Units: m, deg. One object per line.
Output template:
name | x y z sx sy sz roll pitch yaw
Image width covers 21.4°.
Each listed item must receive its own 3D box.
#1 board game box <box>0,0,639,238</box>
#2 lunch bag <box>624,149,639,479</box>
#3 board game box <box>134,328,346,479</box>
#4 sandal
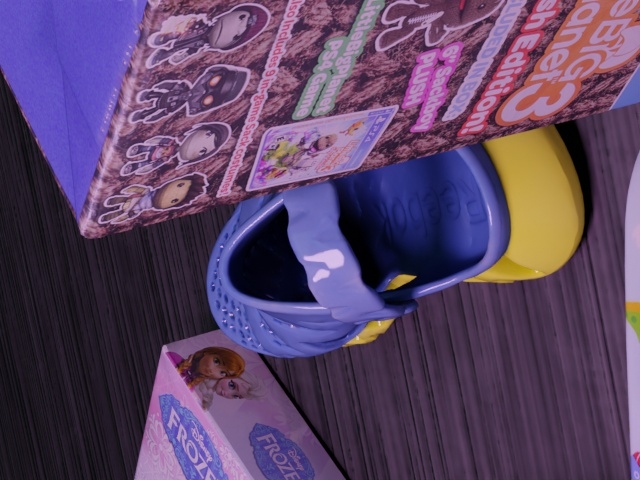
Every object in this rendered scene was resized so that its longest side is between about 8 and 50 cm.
board game box | 0.000 -0.161 0.705 0.232 0.291 0.141 60 148 24
lunch bag | 0.188 0.049 0.594 0.090 0.176 0.219 19 117 56
board game box | -0.036 0.280 1.169 0.318 0.066 0.318 51 141 35
sandal | 0.000 0.000 0.928 0.317 0.138 0.126 -31 77 60
